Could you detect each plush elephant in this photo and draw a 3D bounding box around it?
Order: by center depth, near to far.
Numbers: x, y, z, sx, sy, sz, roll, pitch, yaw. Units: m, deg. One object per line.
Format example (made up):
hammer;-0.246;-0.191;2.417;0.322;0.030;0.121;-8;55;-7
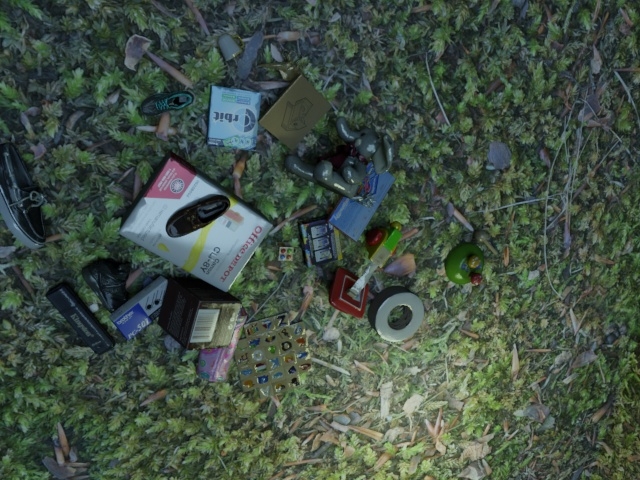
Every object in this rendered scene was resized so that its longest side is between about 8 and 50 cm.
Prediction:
plush elephant;0.097;-0.278;1.586;0.330;0.272;0.255;23;92;-27

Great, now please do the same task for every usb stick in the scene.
usb stick;-0.773;0.256;1.566;0.077;0.045;0.278;-31;115;-8

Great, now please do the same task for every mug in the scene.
mug;-0.276;-0.590;1.466;0.062;0.078;0.064;-25;108;25

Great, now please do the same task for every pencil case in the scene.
pencil case;-0.350;0.355;1.710;0.124;0.124;0.284;16;102;-23

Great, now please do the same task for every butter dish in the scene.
butter dish;0.087;0.209;1.825;0.160;0.118;0.160;31;54;-23

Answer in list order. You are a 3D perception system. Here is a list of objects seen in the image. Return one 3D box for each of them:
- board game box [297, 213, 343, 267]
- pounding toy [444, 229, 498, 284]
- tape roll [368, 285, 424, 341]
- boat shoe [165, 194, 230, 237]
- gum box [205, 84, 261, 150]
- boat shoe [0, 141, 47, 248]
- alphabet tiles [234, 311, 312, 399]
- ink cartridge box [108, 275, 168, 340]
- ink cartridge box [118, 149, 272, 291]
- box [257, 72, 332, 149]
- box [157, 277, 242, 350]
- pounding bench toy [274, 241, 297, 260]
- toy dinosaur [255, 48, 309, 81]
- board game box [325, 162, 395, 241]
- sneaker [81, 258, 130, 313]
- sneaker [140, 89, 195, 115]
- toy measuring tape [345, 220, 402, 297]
board game box;0.000;0.000;1.757;0.141;0.048;0.170;-14;111;-17
pounding toy;0.635;0.091;1.979;0.237;0.110;0.183;-45;116;-1
tape roll;0.306;0.296;1.950;0.219;0.072;0.219;-6;109;-19
boat shoe;-0.359;-0.071;1.414;0.207;0.073;0.073;-33;115;-7
gum box;-0.276;-0.386;1.534;0.157;0.041;0.184;3;107;-21
boat shoe;-0.844;-0.126;1.378;0.105;0.113;0.306;-16;103;1
alphabet tiles;-0.181;0.446;1.860;0.285;0.011;0.343;-15;112;-15
ink cartridge box;-0.571;0.218;1.574;0.207;0.046;0.097;-42;134;-28
ink cartridge box;-0.388;-0.056;1.536;0.384;0.160;0.279;34;93;-25
box;-0.080;-0.411;1.564;0.201;0.021;0.164;-46;132;11
box;-0.395;0.236;1.577;0.167;0.203;0.168;8;103;-47
pounding bench toy;-0.114;0.040;1.719;0.083;0.065;0.052;1;107;-20
toy dinosaur;-0.107;-0.555;1.532;0.183;0.053;0.093;11;105;-23
board game box;0.148;-0.149;1.744;0.145;0.027;0.281;36;82;-27
sneaker;-0.644;0.153;1.555;0.130;0.087;0.227;-29;109;-2
sneaker;-0.454;-0.414;1.442;0.166;0.076;0.065;-21;112;-12
toy measuring tape;0.189;0.061;1.802;0.121;0.121;0.330;38;87;-26
